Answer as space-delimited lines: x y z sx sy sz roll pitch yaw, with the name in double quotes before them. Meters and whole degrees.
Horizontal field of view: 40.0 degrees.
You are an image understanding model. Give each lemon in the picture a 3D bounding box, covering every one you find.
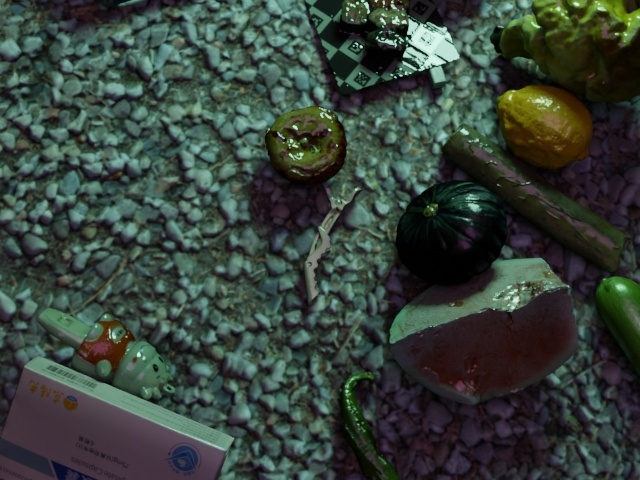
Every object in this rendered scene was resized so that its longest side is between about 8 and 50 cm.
"lemon" 0.389 -0.201 1.541 0.187 0.142 0.142 33 78 5

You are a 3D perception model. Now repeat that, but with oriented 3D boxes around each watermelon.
"watermelon" 0.253 0.144 1.440 0.305 0.180 0.224 -18 65 -5

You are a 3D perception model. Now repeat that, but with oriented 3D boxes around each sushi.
"sushi" 0.111 -0.402 1.603 0.231 0.047 0.220 -18 72 -7

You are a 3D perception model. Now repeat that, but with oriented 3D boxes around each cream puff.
"cream puff" -0.024 -0.163 1.540 0.149 0.084 0.149 0 74 0

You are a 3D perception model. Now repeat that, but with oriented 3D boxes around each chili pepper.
"chili pepper" 0.113 0.390 1.438 0.084 0.076 0.359 -26 80 17

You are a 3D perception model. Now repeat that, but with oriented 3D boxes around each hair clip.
"hair clip" 0.000 0.000 1.531 0.072 0.034 0.226 21 79 5

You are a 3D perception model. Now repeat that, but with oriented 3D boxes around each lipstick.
"lipstick" 0.204 -0.332 1.619 0.025 0.025 0.107 -14 74 -6

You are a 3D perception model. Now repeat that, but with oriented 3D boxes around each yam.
"yam" 0.378 -0.075 1.549 0.371 0.083 0.083 35 78 6

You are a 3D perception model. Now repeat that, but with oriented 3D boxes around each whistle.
"whistle" -0.345 0.183 1.437 0.253 0.102 0.106 30 81 1

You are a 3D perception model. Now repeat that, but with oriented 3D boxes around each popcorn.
"popcorn" 0.480 -0.367 1.503 0.292 0.293 0.237 -10 44 -5

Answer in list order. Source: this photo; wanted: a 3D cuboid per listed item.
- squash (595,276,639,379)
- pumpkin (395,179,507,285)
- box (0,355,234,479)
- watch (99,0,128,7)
"squash" 0.587 0.224 1.481 0.101 0.101 0.379 -27 78 -8
"pumpkin" 0.219 -0.013 1.477 0.194 0.194 0.150 -44 104 -11
"box" -0.331 0.338 1.386 0.343 0.065 0.200 22 103 2
"watch" -0.300 -0.522 1.620 0.274 0.068 0.276 -42 83 -15
